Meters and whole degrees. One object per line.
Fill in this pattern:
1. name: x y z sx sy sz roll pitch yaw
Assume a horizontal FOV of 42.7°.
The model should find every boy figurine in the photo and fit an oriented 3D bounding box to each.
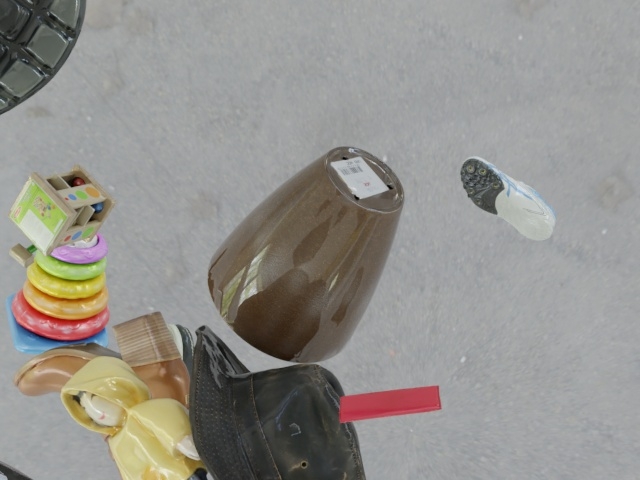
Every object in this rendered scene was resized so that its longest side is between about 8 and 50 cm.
1. boy figurine: -0.177 0.243 0.901 0.092 0.177 0.285 -28 76 -45

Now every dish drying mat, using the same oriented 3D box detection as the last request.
1. dish drying mat: 0.057 0.135 0.673 0.083 0.032 0.008 -8 114 8

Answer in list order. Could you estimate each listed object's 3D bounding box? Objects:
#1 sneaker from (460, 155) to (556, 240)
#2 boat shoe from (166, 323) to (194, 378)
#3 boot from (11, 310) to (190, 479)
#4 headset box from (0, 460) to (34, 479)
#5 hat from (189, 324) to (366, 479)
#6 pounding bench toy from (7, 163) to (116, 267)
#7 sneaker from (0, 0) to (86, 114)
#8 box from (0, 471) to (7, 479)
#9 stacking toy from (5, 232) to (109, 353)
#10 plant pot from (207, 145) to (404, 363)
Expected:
1. sneaker: 0.359 -0.089 1.578 0.237 0.085 0.086 36 44 -20
2. boat shoe: -0.253 0.277 1.550 0.113 0.340 0.127 -9 40 -26
3. boot: -0.315 0.250 1.217 0.283 0.109 0.220 -20 83 12
4. headset box: -0.431 0.321 1.113 0.062 0.083 0.032 40 67 -30
5. hat: -0.021 0.227 0.928 0.134 0.331 0.331 -24 75 7
6. pounding bench toy: -0.231 -0.017 0.720 0.052 0.065 0.083 44 115 10
7. sneaker: -0.184 -0.181 0.525 0.101 0.106 0.267 37 87 -24
8. box: -0.342 0.280 0.529 0.262 0.127 0.231 -7 69 -10
9. stacking toy: -0.421 0.033 1.378 0.165 0.175 0.302 3 118 -30
10. plant pot: 0.000 0.000 1.021 0.215 0.230 0.215 19 41 -18
